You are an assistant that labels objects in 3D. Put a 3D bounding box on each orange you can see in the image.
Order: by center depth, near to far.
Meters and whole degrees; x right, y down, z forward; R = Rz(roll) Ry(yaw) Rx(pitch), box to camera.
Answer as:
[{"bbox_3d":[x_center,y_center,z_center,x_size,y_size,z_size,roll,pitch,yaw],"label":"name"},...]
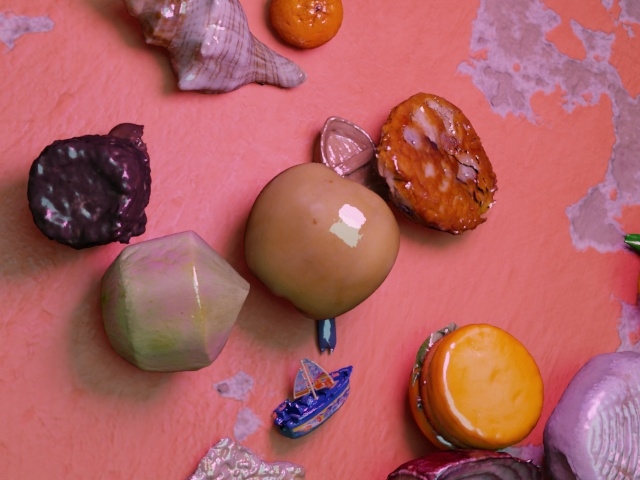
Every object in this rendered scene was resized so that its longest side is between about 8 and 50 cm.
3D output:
[{"bbox_3d":[-0.022,-0.421,1.846,0.136,0.117,0.135,8,75,-30],"label":"orange"}]

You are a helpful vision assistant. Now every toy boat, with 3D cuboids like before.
[{"bbox_3d":[-0.011,0.250,1.713,0.175,0.091,0.110,-31,109,-31],"label":"toy boat"},{"bbox_3d":[0.052,-0.137,1.846,0.116,0.061,0.188,-29,91,-26],"label":"toy boat"}]

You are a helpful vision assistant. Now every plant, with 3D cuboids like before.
[{"bbox_3d":[-0.356,-0.081,1.574,0.178,0.234,0.204,4,99,-3],"label":"plant"}]

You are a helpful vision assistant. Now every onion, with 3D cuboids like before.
[{"bbox_3d":[0.227,0.449,1.724,0.280,0.146,0.314,-3,123,-31],"label":"onion"}]

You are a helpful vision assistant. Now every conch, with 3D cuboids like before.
[{"bbox_3d":[-0.190,-0.348,1.730,0.386,0.169,0.203,28,94,-15],"label":"conch"}]

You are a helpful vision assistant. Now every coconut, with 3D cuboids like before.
[{"bbox_3d":[-0.227,0.093,1.593,0.236,0.236,0.204,-32,133,-27],"label":"coconut"}]

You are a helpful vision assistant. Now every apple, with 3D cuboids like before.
[{"bbox_3d":[0.000,0.000,1.695,0.262,0.262,0.262,6,76,-23],"label":"apple"}]

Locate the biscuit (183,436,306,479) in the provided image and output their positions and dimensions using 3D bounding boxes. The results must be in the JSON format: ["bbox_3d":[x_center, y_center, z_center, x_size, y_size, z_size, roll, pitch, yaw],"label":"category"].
[{"bbox_3d":[-0.142,0.416,1.645,0.265,0.040,0.188,-11,83,-27],"label":"biscuit"}]

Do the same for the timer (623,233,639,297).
[{"bbox_3d":[0.740,0.049,2.042,0.285,0.285,0.285,6,76,-23],"label":"timer"}]

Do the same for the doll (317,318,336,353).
[{"bbox_3d":[0.010,0.139,1.786,0.037,0.027,0.125,3,80,-23],"label":"doll"}]

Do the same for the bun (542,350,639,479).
[{"bbox_3d":[0.557,0.380,1.885,0.354,0.194,0.354,6,77,-26],"label":"bun"}]

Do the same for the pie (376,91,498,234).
[{"bbox_3d":[0.213,-0.148,1.878,0.308,0.085,0.308,21,55,-33],"label":"pie"}]

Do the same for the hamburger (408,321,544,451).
[{"bbox_3d":[0.266,0.270,1.791,0.246,0.170,0.246,10,63,-22],"label":"hamburger"}]
